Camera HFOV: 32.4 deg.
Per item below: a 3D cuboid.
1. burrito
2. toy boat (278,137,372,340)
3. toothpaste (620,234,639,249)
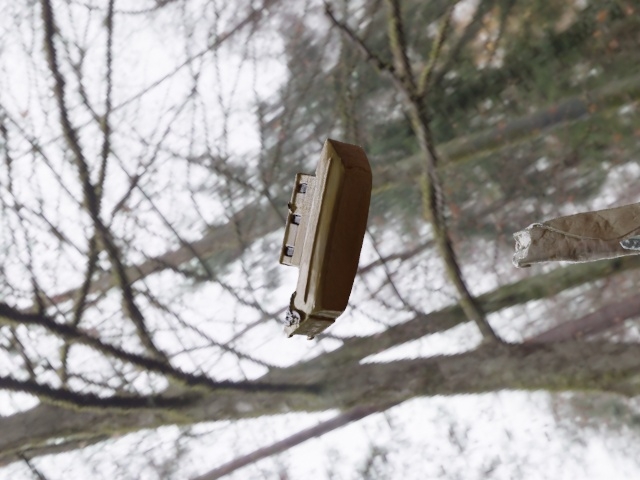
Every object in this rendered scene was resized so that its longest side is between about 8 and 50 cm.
[{"bbox_3d":[0.401,-0.010,1.530,0.059,0.275,0.082,73,-169,-54],"label":"burrito"},{"bbox_3d":[0.000,0.000,1.087,0.057,0.077,0.200,11,-91,-43],"label":"toy boat"},{"bbox_3d":[0.445,-0.010,1.204,0.060,0.233,0.038,4,-101,-45],"label":"toothpaste"}]
